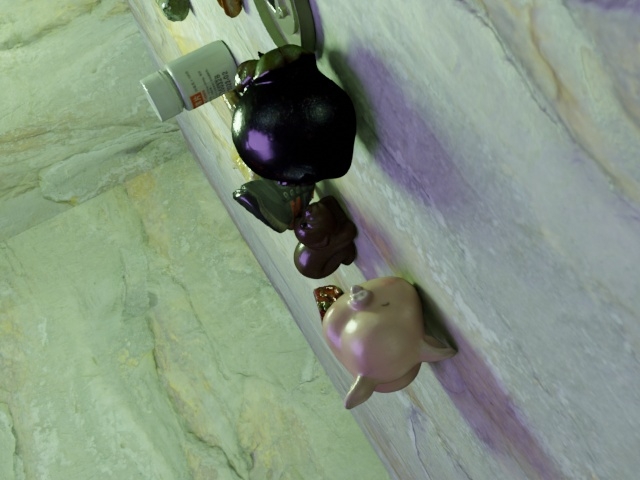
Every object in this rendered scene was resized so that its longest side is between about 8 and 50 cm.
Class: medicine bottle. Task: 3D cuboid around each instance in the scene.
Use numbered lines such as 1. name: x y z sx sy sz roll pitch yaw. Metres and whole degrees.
1. medicine bottle: -0.357 -0.438 1.748 0.144 0.252 0.144 57 166 23

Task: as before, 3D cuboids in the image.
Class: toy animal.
1. toy animal: 0.123 0.208 1.308 0.326 0.237 0.269 65 178 -39

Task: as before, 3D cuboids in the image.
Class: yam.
1. yam: -0.483 -0.773 1.929 0.259 0.093 0.093 56 168 24

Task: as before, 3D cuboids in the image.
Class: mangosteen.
1. mangosteen: -0.047 -0.206 1.064 0.243 0.243 0.243 58 168 20

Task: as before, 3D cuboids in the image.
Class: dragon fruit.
1. dragon fruit: 0.038 0.200 1.933 0.147 0.102 0.096 65 167 6

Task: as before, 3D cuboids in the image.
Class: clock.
1. clock: -0.078 -0.426 1.109 0.235 0.029 0.235 57 168 20

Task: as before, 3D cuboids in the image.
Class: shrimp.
1. shrimp: -0.246 -0.388 1.918 0.251 0.052 0.143 63 -178 24

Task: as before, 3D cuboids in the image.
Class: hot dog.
1. hot dog: -0.201 -0.543 1.332 0.071 0.045 0.165 59 168 23

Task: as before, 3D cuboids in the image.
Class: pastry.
1. pastry: -0.225 -0.243 2.044 0.258 0.089 0.121 47 159 49

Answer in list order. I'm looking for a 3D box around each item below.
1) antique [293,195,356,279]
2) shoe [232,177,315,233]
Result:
1. antique: 0.000 0.000 1.503 0.121 0.143 0.257 59 166 24
2. shoe: -0.078 -0.119 1.474 0.132 0.171 0.336 38 -173 9
